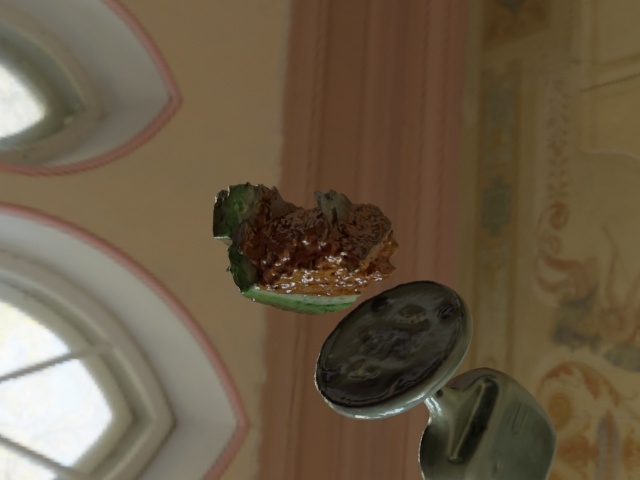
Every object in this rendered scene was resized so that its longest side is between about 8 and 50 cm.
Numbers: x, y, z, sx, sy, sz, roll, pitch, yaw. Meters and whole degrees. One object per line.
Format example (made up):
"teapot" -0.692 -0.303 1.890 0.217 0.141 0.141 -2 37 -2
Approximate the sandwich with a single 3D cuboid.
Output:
"sandwich" 0.004 0.002 1.013 0.160 0.184 0.109 -16 -107 30

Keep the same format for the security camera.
"security camera" 0.044 0.061 0.369 0.058 0.092 0.058 -25 -147 18
